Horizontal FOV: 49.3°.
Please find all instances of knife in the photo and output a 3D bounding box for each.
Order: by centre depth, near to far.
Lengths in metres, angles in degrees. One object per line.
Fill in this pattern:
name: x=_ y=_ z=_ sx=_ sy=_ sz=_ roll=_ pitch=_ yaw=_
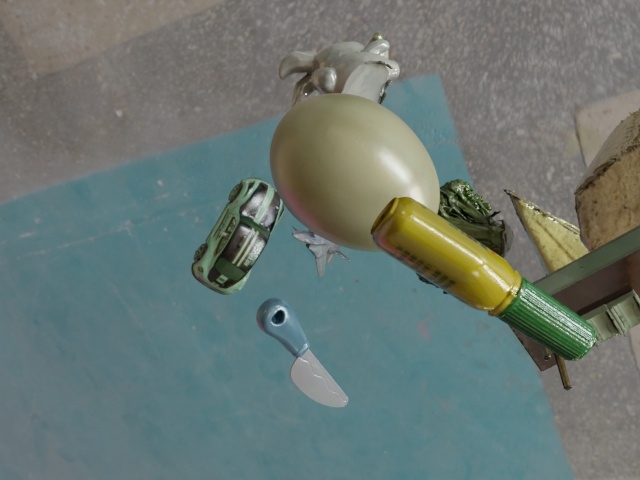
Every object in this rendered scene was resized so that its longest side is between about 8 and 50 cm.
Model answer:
knife: x=-0.024 y=0.176 z=1.000 sx=0.032 sy=0.058 sz=0.244 roll=17 pitch=144 yaw=47

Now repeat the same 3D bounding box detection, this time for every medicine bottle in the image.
medicine bottle: x=0.174 y=0.044 z=0.742 sx=0.260 sy=0.064 sz=0.095 roll=33 pitch=170 yaw=-3

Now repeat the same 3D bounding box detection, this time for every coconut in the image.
coconut: x=0.615 y=-0.077 z=1.132 sx=0.360 sy=0.346 sz=0.347 roll=-8 pitch=131 yaw=-28

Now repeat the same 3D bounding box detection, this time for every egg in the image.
egg: x=0.044 y=-0.086 z=0.905 sx=0.241 sy=0.186 sz=0.186 roll=36 pitch=127 yaw=10

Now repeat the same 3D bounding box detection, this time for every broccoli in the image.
broccoli: x=0.384 y=-0.022 z=1.918 sx=0.283 sy=0.321 sz=0.304 roll=5 pitch=143 yaw=42

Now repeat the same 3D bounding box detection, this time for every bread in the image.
bread: x=0.613 y=-0.022 z=1.697 sx=0.242 sy=0.346 sz=0.405 roll=-24 pitch=105 yaw=11

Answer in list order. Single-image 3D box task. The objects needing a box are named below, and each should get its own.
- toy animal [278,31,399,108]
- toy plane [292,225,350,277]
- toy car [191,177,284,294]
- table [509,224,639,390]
toy animal: x=0.054 y=-0.395 z=1.720 sx=0.247 sy=0.310 sz=0.183 roll=-19 pitch=123 yaw=-14
toy plane: x=-0.008 y=-0.007 z=1.769 sx=0.088 sy=0.267 sz=0.212 roll=42 pitch=106 yaw=33
toy car: x=-0.191 y=-0.011 z=1.725 sx=0.136 sy=0.306 sz=0.125 roll=35 pitch=170 yaw=-25
table: x=0.376 y=0.093 z=0.909 sx=0.240 sy=0.111 sz=0.122 roll=-32 pitch=120 yaw=16
